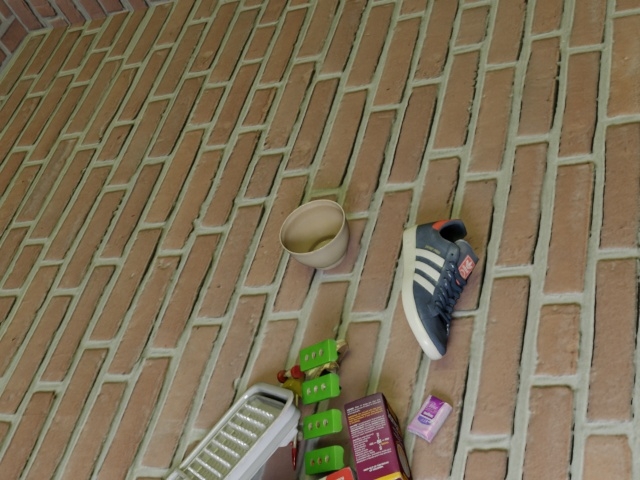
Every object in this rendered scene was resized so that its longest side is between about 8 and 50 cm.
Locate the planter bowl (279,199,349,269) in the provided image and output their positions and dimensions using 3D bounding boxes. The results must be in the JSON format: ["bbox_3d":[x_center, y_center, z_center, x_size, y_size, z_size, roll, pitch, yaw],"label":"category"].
[{"bbox_3d":[0.000,0.000,2.084,0.162,0.109,0.162,-15,46,16],"label":"planter bowl"}]

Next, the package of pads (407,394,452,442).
[{"bbox_3d":[0.209,0.340,1.711,0.050,0.032,0.083,22,64,38],"label":"package of pads"}]

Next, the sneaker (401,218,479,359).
[{"bbox_3d":[0.256,0.083,1.849,0.148,0.131,0.350,-18,44,20],"label":"sneaker"}]

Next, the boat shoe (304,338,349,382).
[{"bbox_3d":[0.017,0.267,1.877,0.135,0.050,0.045,-50,48,-5],"label":"boat shoe"}]

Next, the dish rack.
[{"bbox_3d":[-0.176,0.428,1.749,0.333,0.072,0.285,-48,13,-17],"label":"dish rack"}]

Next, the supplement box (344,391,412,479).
[{"bbox_3d":[0.110,0.392,1.665,0.081,0.104,0.188,-21,44,10],"label":"supplement box"}]

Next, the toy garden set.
[{"bbox_3d":[-0.012,0.336,1.767,0.204,0.049,0.244,-30,57,52],"label":"toy garden set"}]

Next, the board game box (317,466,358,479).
[{"bbox_3d":[-0.031,0.597,1.568,0.308,0.086,0.302,-26,43,5],"label":"board game box"}]
